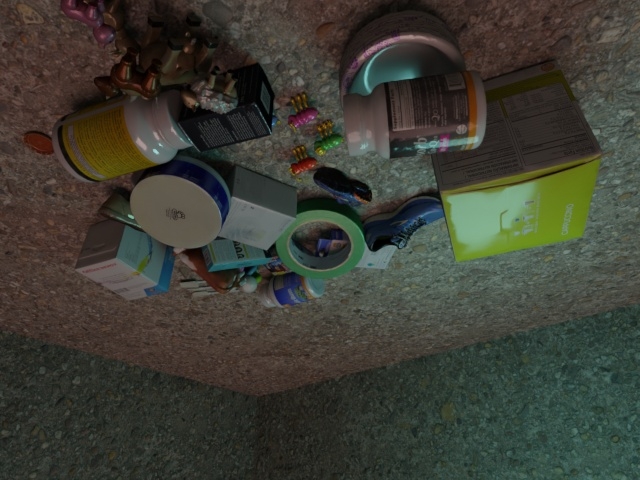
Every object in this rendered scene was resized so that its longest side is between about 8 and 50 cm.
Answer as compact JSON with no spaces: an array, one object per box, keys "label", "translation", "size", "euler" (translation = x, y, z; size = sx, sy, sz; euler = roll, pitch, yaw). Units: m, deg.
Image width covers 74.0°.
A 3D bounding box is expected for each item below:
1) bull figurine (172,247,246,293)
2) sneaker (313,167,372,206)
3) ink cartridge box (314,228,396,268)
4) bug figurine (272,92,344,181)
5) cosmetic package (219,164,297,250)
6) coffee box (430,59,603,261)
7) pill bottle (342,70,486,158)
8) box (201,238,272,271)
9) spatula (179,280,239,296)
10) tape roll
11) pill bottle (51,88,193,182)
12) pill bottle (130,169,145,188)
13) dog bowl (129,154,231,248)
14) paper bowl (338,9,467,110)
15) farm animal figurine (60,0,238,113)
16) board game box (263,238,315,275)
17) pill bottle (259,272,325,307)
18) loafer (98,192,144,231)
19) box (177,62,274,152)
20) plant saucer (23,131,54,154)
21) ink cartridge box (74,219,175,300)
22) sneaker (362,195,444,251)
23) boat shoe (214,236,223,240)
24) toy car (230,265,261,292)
[{"label":"bull figurine","translation":[-0.421,0.087,1.630],"size":[0.188,0.310,0.101],"euler":[-20,146,-51]},{"label":"sneaker","translation":[0.065,-0.160,1.387],"size":[0.221,0.083,0.087],"euler":[24,144,-28]},{"label":"ink cartridge box","translation":[0.133,0.036,1.691],"size":[0.310,0.065,0.186],"euler":[3,146,-9]},{"label":"bug figurine","translation":[-0.064,-0.288,1.199],"size":[0.216,0.072,0.279],"euler":[-22,140,27]},{"label":"cosmetic package","translation":[-0.227,-0.099,1.418],"size":[0.224,0.138,0.224],"euler":[17,142,-26]},{"label":"coffee box","translation":[0.479,-0.188,1.123],"size":[0.337,0.335,0.338],"euler":[-13,144,17]},{"label":"pill bottle","translation":[0.193,-0.260,0.904],"size":[0.278,0.162,0.162],"euler":[-6,146,8]},{"label":"box","translation":[-0.309,0.046,1.585],"size":[0.244,0.101,0.060],"euler":[-6,156,-38]},{"label":"spatula","translation":[-0.516,0.220,1.988],"size":[0.241,0.019,0.168],"euler":[-6,145,8]},{"label":"tape roll","translation":[0.000,0.000,1.542],"size":[0.320,0.077,0.322],"euler":[1,128,2]},{"label":"pill bottle","translation":[-0.496,-0.275,1.105],"size":[0.333,0.188,0.188],"euler":[-11,145,16]},{"label":"pill bottle","translation":[-0.537,-0.140,1.375],"size":[0.108,0.108,0.194],"euler":[3,145,-6]},{"label":"dog bowl","translation":[-0.400,-0.106,1.225],"size":[0.264,0.104,0.265],"euler":[3,131,3]},{"label":"paper bowl","translation":[0.183,-0.386,0.991],"size":[0.284,0.148,0.284],"euler":[-1,147,0]},{"label":"farm animal figurine","translation":[-0.374,-0.397,0.910],"size":[0.326,0.331,0.172],"euler":[-10,155,-42]},{"label":"board game box","translation":[-0.146,0.057,1.718],"size":[0.194,0.060,0.194],"euler":[-13,143,18]},{"label":"pill bottle","translation":[-0.130,0.209,1.862],"size":[0.271,0.152,0.152],"euler":[-22,141,27]},{"label":"loafer","translation":[-0.629,-0.084,1.471],"size":[0.101,0.092,0.268],"euler":[14,169,27]},{"label":"box","translation":[-0.231,-0.330,1.063],"size":[0.206,0.153,0.108],"euler":[-9,146,14]},{"label":"plant saucer","translation":[-0.818,-0.284,1.240],"size":[0.083,0.013,0.084],"euler":[-1,145,-1]},{"label":"ink cartridge box","translation":[-0.723,0.070,1.601],"size":[0.198,0.197,0.270],"euler":[-13,144,19]},{"label":"sneaker","translation":[0.304,-0.042,1.504],"size":[0.329,0.147,0.129],"euler":[-25,139,30]},{"label":"boat shoe","translation":[-0.450,-0.035,1.556],"size":[0.227,0.079,0.081],"euler":[-7,123,-11]},{"label":"toy car","translation":[-0.338,0.133,1.777],"size":[0.181,0.159,0.136],"euler":[2,109,-4]}]
